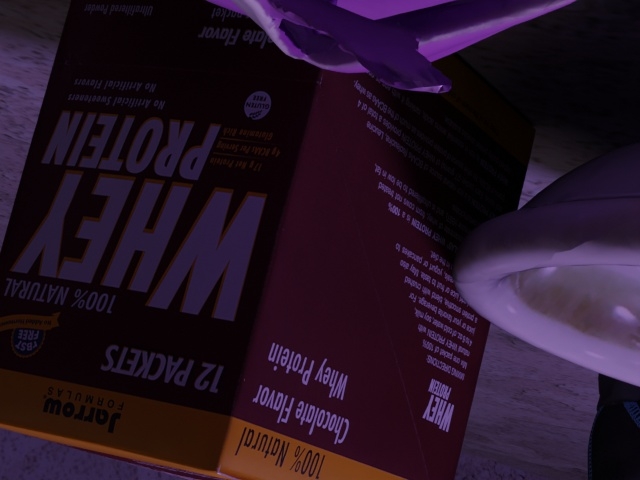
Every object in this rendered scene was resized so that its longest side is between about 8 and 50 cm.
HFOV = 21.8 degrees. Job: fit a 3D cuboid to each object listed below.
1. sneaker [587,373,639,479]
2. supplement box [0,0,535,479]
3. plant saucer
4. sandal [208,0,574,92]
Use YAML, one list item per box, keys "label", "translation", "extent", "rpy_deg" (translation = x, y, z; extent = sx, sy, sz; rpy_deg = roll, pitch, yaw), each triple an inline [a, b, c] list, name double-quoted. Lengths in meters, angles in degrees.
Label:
- label: "sneaker"
  translation: [0.362, 0.177, 1.249]
  extent: [0.340, 0.140, 0.125]
  rpy_deg: [5, 164, 36]
- label: "supplement box"
  translation: [-0.022, 0.008, 0.699]
  extent: [0.129, 0.194, 0.191]
  rpy_deg: [8, 168, 31]
- label: "plant saucer"
  translation: [0.255, 0.018, 0.642]
  extent: [0.400, 0.101, 0.400]
  rpy_deg: [14, 170, 3]
- label: "sandal"
  translation: [0.015, -0.090, 0.377]
  extent: [0.169, 0.102, 0.416]
  rpy_deg: [17, 170, -13]
